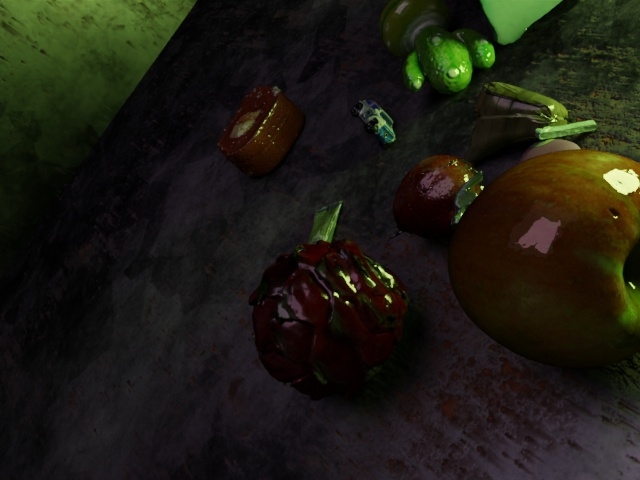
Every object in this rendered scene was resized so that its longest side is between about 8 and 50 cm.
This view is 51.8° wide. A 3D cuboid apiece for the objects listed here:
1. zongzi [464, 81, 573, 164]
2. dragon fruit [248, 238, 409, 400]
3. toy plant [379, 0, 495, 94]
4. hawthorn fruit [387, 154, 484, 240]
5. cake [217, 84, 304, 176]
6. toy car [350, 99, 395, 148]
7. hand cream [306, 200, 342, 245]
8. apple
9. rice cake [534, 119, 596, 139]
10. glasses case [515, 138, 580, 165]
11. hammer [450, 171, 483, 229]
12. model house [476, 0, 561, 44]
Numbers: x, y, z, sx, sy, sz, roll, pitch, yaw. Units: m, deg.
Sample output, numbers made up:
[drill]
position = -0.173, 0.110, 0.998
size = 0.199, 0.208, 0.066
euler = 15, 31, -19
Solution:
[zongzi]
position = 0.400, -0.220, 1.383
size = 0.194, 0.099, 0.197
euler = 31, 110, 42
[dragon fruit]
position = 0.012, 0.151, 1.312
size = 0.329, 0.329, 0.329
euler = -26, 45, 30
[toy plant]
position = 0.278, -0.486, 1.648
size = 0.224, 0.184, 0.315
euler = -29, 52, 1
[hawthorn fruit]
position = 0.227, -0.075, 1.364
size = 0.235, 0.181, 0.181
euler = -33, 42, 15
[cake]
position = -0.177, -0.336, 2.004
size = 0.177, 0.151, 0.282
euler = 7, 62, 52
[toy car]
position = 0.141, -0.313, 1.716
size = 0.070, 0.080, 0.170
euler = -42, 38, 11
[hand cream]
position = 0.000, 0.000, 1.653
size = 0.086, 0.055, 0.235
euler = -15, 44, 35
[apple]
position = 0.372, 0.026, 1.018
size = 0.340, 0.340, 0.339
euler = -26, 45, 30
[rice cake]
position = 0.479, -0.217, 1.289
size = 0.121, 0.021, 0.022
euler = -11, 33, -5
[glasses case]
position = 0.396, -0.055, 1.255
size = 0.123, 0.076, 0.316
euler = 16, 73, 44
[hammer]
position = 0.385, -0.067, 1.194
size = 0.288, 0.033, 0.111
euler = 4, 70, 23
[model house]
position = 0.416, -0.699, 1.553
size = 0.252, 0.295, 0.329
euler = -34, 44, 16
